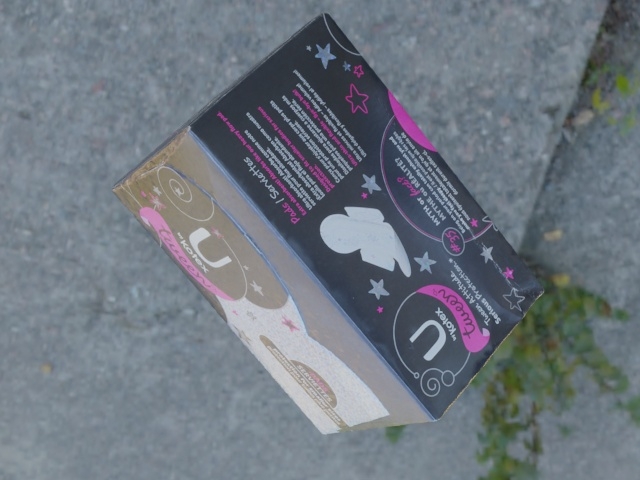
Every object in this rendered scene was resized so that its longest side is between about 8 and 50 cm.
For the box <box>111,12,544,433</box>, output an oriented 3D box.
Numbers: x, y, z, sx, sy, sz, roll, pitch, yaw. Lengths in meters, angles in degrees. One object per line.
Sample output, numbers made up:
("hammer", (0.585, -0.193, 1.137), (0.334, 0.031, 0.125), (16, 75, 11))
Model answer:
("box", (0.000, 0.000, 0.791), (0.247, 0.142, 0.163), (51, 150, -9))
